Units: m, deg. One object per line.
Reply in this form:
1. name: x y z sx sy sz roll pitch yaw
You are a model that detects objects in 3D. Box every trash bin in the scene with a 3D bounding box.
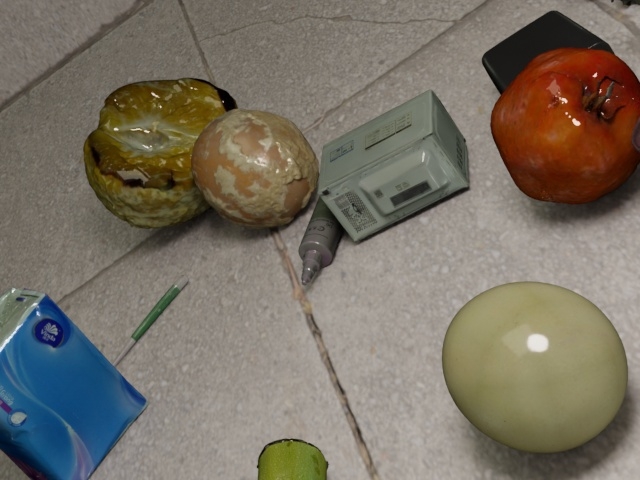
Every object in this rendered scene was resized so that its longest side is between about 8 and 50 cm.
1. trash bin: 0.351 -0.253 2.048 0.165 0.115 0.225 -33 27 7

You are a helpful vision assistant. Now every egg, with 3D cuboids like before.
1. egg: -0.117 -0.123 2.292 0.245 0.203 0.203 21 61 38
2. egg: 0.235 0.139 1.516 0.188 0.188 0.253 -43 20 -10

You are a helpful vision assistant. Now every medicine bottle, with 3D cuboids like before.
1. medicine bottle: 0.000 0.000 2.131 0.057 0.058 0.199 -17 34 33

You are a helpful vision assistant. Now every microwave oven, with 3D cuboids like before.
1. microwave oven: 0.115 -0.113 2.098 0.208 0.122 0.162 -27 30 21

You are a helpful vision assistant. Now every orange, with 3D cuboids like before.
1. orange: -0.298 -0.149 2.514 0.270 0.210 0.369 14 43 4

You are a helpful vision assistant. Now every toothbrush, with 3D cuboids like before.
1. toothbrush: -0.308 0.155 2.298 0.257 0.018 0.024 -52 25 -23

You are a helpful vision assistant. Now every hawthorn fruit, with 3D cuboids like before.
1. hawthorn fruit: 0.337 -0.156 1.754 0.211 0.211 0.299 -42 -1 -7

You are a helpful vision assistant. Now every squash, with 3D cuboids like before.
1. squash: -0.037 0.339 1.641 0.095 0.095 0.188 -27 33 19

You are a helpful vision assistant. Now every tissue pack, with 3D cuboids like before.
1. tissue pack: -0.429 0.230 2.062 0.146 0.263 0.198 3 48 51

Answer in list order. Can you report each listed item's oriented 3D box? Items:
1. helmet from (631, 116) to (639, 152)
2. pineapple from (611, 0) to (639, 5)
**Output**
1. helmet: 0.552 -0.178 1.616 0.338 0.197 0.271 -54 21 -9
2. pineapple: 0.461 -0.458 2.237 0.125 0.125 0.251 -40 34 -5
